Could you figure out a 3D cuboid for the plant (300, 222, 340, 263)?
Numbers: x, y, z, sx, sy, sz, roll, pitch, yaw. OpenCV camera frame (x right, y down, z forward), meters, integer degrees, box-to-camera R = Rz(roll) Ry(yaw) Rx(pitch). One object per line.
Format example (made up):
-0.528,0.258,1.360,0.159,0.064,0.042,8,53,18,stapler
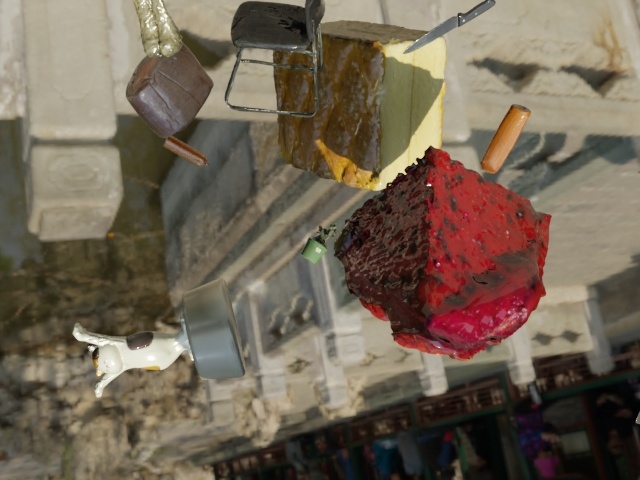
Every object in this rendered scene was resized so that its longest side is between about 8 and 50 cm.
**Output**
0.000,0.000,1.743,0.102,0.051,0.051,-53,163,-6,plant

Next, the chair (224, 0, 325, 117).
-0.060,-0.317,1.185,0.145,0.140,0.221,6,135,-2,chair

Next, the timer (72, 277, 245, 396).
-0.276,0.180,1.379,0.265,0.175,0.175,-14,164,-5,timer

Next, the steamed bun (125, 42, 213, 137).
-0.308,-0.307,1.602,0.106,0.175,0.145,2,142,52,steamed bun

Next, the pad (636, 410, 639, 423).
0.584,0.210,1.314,0.142,0.212,0.003,22,-179,-45,pad

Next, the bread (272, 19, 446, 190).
0.070,-0.259,1.484,0.207,0.279,0.279,-22,-151,-40,bread

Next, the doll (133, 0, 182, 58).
-0.284,-0.421,1.179,0.091,0.202,0.286,-51,165,-44,doll

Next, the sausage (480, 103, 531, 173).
0.317,-0.174,1.379,0.131,0.039,0.041,-65,172,32,sausage

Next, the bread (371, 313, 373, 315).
0.127,0.127,1.698,0.033,0.049,0.088,3,137,-5,bread

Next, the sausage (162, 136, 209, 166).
-0.285,-0.188,1.710,0.107,0.031,0.031,29,148,-20,sausage

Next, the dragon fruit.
0.141,0.026,1.057,0.302,0.330,0.240,-11,121,22,dragon fruit

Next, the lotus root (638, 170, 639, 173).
0.752,-0.132,1.697,0.150,0.062,0.073,13,152,50,lotus root

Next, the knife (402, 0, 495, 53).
0.200,-0.334,1.244,0.170,0.010,0.023,-32,130,-4,knife
